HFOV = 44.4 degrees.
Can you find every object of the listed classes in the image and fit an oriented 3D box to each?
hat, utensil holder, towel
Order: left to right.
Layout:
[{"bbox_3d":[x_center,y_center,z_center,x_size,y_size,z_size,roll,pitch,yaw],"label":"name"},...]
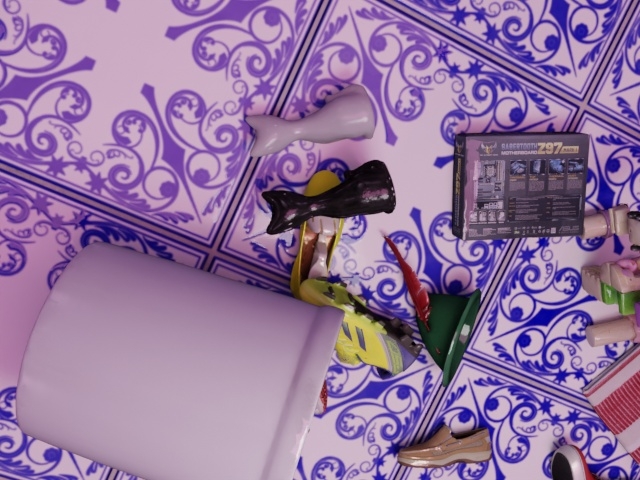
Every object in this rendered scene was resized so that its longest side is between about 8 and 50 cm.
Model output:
[{"bbox_3d":[-0.192,0.198,1.147,0.385,0.327,0.328,18,98,3],"label":"utensil holder"},{"bbox_3d":[0.174,0.131,1.396,0.183,0.173,0.209,19,85,18],"label":"hat"},{"bbox_3d":[0.696,0.341,1.556,0.237,0.037,0.329,-41,102,1],"label":"towel"}]

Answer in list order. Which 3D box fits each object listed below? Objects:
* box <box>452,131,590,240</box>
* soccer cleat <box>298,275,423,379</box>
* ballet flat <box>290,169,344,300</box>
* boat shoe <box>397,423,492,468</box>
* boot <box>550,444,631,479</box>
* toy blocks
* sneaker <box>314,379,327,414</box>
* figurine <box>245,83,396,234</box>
[{"bbox_3d":[0.350,-0.097,1.377,0.232,0.059,0.184,-3,103,-11],"label":"box"},{"bbox_3d":[0.056,0.159,1.321,0.121,0.093,0.289,-45,128,13],"label":"soccer cleat"},{"bbox_3d":[0.000,0.000,1.314,0.077,0.077,0.231,9,100,-12],"label":"ballet flat"},{"bbox_3d":[0.230,0.379,1.463,0.189,0.068,0.072,-1,91,-22],"label":"boat shoe"},{"bbox_3d":[0.557,0.477,1.540,0.176,0.088,0.244,-21,114,-7],"label":"boot"},{"bbox_3d":[0.626,0.063,1.355,0.260,0.288,0.309,-11,102,-3],"label":"toy blocks"},{"bbox_3d":[-0.065,0.216,1.357,0.092,0.088,0.225,-34,106,15],"label":"sneaker"},{"bbox_3d":[-0.006,-0.126,1.257,0.209,0.092,0.215,-13,79,-4],"label":"figurine"}]
